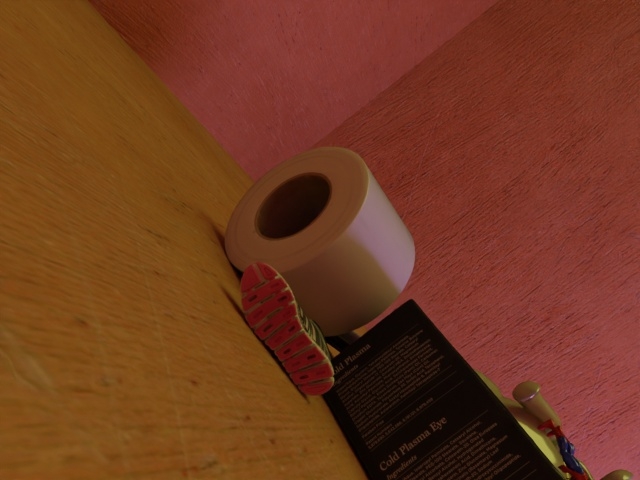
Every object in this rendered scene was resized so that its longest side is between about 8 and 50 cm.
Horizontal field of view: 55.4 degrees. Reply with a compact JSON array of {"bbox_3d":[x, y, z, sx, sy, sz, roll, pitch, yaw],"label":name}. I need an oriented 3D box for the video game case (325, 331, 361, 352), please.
[{"bbox_3d":[0.053,0.182,1.045,0.274,0.026,0.196,31,-15,46],"label":"video game case"}]

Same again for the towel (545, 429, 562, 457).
[{"bbox_3d":[0.480,0.580,1.358,0.038,0.248,0.324,14,42,-50],"label":"towel"}]

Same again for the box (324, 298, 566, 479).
[{"bbox_3d":[0.194,0.305,0.819,0.343,0.179,0.312,51,1,-42],"label":"box"}]

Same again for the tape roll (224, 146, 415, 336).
[{"bbox_3d":[0.000,0.000,0.931,0.169,0.246,0.246,52,1,-39],"label":"tape roll"}]

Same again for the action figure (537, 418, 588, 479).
[{"bbox_3d":[0.274,0.247,0.653,0.038,0.030,0.115,45,11,-34],"label":"action figure"}]

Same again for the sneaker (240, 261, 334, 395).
[{"bbox_3d":[-0.040,0.103,0.729,0.170,0.063,0.075,57,1,0],"label":"sneaker"}]

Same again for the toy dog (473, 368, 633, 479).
[{"bbox_3d":[0.374,0.447,1.300,0.408,0.285,0.395,51,-21,34],"label":"toy dog"}]
